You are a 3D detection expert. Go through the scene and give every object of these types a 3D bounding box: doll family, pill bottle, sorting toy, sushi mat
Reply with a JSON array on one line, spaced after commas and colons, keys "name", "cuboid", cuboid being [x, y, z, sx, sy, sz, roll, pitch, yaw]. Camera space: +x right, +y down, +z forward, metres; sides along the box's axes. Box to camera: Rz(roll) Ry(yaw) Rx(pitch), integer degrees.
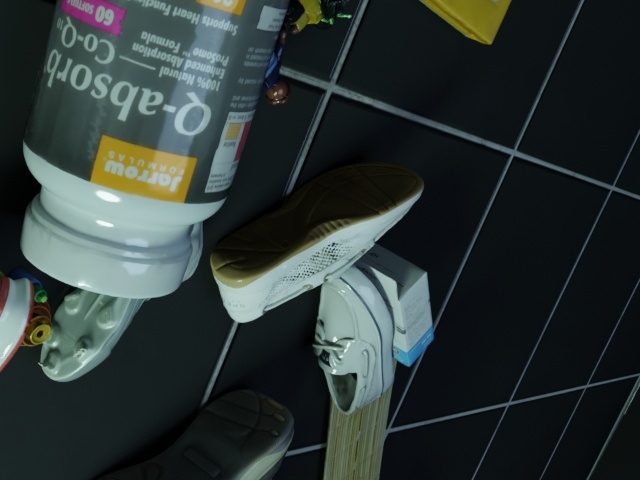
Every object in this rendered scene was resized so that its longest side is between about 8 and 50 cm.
[{"name": "doll family", "cuboid": [-0.031, -0.209, 0.807, 0.193, 0.076, 0.111, -47, 149, -11]}, {"name": "pill bottle", "cuboid": [-0.130, -0.108, 0.666, 0.162, 0.162, 0.278, -3, 117, -52]}, {"name": "sorting toy", "cuboid": [-0.255, 0.057, 0.734, 0.061, 0.042, 0.102, -55, 146, -7]}, {"name": "sushi mat", "cuboid": [0.056, 0.302, 1.359, 0.151, 0.019, 0.316, -26, 134, -39]}]

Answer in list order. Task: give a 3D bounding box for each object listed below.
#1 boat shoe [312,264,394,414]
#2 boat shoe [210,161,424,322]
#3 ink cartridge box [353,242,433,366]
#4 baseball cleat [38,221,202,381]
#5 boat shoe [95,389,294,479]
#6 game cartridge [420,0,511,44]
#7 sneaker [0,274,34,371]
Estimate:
[{"name": "boat shoe", "cuboid": [0.032, 0.132, 1.136, 0.088, 0.096, 0.267, -41, 147, -24]}, {"name": "boat shoe", "cuboid": [0.000, 0.000, 0.989, 0.277, 0.098, 0.096, -28, 137, -26]}, {"name": "ink cartridge box", "cuboid": [0.085, 0.070, 1.141, 0.060, 0.104, 0.180, -42, 143, -25]}, {"name": "baseball cleat", "cuboid": [-0.171, 0.047, 0.815, 0.206, 0.072, 0.109, -55, 153, -1]}, {"name": "boat shoe", "cuboid": [-0.161, 0.311, 0.976, 0.355, 0.132, 0.130, -30, 136, -36]}, {"name": "game cartridge", "cuboid": [0.188, -0.408, 0.958, 0.285, 0.053, 0.323, 12, 106, -56]}, {"name": "sneaker", "cuboid": [-0.324, 0.097, 0.668, 0.128, 0.087, 0.221, 28, 102, -31]}]
